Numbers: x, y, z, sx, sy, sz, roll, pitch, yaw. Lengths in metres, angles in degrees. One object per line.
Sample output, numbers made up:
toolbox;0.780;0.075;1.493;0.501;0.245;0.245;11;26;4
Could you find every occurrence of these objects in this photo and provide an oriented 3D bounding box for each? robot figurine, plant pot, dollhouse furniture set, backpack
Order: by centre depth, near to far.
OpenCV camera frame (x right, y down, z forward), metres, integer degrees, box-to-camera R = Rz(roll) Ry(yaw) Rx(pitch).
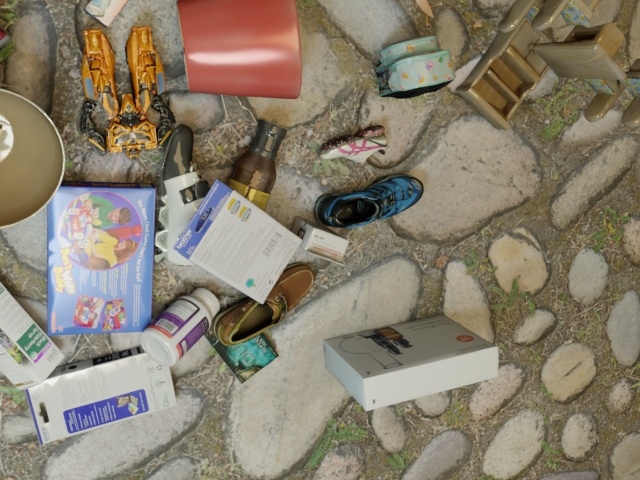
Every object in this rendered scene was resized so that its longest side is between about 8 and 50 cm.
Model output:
plant pot;-0.682;-0.187;1.444;0.284;0.191;0.284;-12;117;-25
plant pot;-0.181;-0.435;1.556;0.243;0.275;0.275;-8;106;-9
robot figurine;-0.433;-0.320;1.573;0.211;0.085;0.291;-9;106;-17
backpack;0.236;-0.423;1.742;0.166;0.188;0.144;-14;108;-16
dollhouse furniture set;0.558;-0.413;1.753;0.362;0.394;0.256;36;90;-24

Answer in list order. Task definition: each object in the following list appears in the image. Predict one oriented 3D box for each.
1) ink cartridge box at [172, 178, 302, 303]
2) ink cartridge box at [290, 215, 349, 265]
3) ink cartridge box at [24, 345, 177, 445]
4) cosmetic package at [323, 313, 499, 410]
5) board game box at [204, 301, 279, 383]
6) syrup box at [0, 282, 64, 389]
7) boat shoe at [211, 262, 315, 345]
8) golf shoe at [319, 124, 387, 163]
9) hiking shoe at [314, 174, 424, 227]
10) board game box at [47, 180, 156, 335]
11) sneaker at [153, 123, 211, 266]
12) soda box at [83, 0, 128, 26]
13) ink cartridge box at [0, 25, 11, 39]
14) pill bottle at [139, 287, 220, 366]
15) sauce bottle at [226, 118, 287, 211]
ink cartridge box;-0.193;0.003;1.628;0.311;0.065;0.186;38;82;-47
ink cartridge box;0.000;0.000;1.766;0.104;0.180;0.060;20;96;-24
ink cartridge box;-0.528;0.366;1.726;0.332;0.065;0.165;-13;108;-19
cosmetic package;0.232;0.310;1.876;0.377;0.284;0.097;-10;107;-19
board game box;-0.207;0.267;1.841;0.126;0.026;0.186;-37;113;-9
syrup box;-0.695;0.214;1.587;0.096;0.093;0.237;-19;116;32
boat shoe;-0.123;0.168;1.785;0.307;0.104;0.111;-37;114;-20
golf shoe;0.087;-0.230;1.802;0.186;0.067;0.086;-19;111;-16
hiking shoe;0.142;-0.087;1.823;0.304;0.132;0.113;-18;109;-16
board game box;-0.507;0.041;1.641;0.233;0.078;0.347;1;103;-21
sneaker;-0.292;-0.100;1.640;0.146;0.122;0.331;8;106;6
soda box;-0.431;-0.550;1.530;0.063;0.058;0.183;36;89;-25
ink cartridge box;-0.792;-0.323;1.330;0.384;0.279;0.160;-43;113;-6
pill bottle;-0.329;0.200;1.696;0.193;0.108;0.108;-47;120;-43
sauce bottle;-0.172;-0.118;1.709;0.111;0.111;0.344;21;96;-24
